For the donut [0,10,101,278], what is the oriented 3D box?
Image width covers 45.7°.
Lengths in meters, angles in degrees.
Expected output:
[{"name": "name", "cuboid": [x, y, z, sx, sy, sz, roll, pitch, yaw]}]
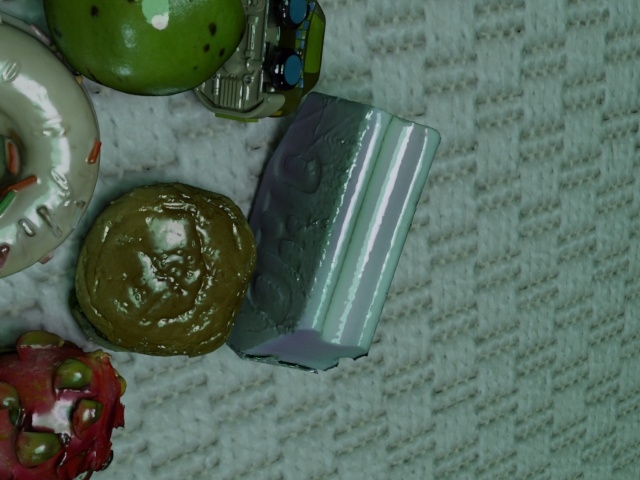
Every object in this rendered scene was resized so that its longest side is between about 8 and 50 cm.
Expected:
[{"name": "donut", "cuboid": [-0.457, -0.116, 0.964, 0.382, 0.142, 0.383, -10, 109, -31]}]

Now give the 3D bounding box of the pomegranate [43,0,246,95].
[{"name": "pomegranate", "cuboid": [-0.239, -0.322, 0.949, 0.260, 0.260, 0.341, -52, 140, -9]}]

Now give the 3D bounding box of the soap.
[{"name": "soap", "cuboid": [0.000, 0.000, 1.218, 0.156, 0.261, 0.446, 11, 101, -35]}]

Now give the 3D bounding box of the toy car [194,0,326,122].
[{"name": "toy car", "cuboid": [-0.077, -0.308, 1.144, 0.198, 0.204, 0.248, -15, 116, -54]}]

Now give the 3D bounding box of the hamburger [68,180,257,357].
[{"name": "hamburger", "cuboid": [-0.233, 0.052, 1.164, 0.265, 0.134, 0.285, 11, 96, -37]}]

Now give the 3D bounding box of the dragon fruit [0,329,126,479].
[{"name": "dragon fruit", "cuboid": [-0.416, 0.269, 1.056, 0.307, 0.243, 0.227, -63, 164, -6]}]
